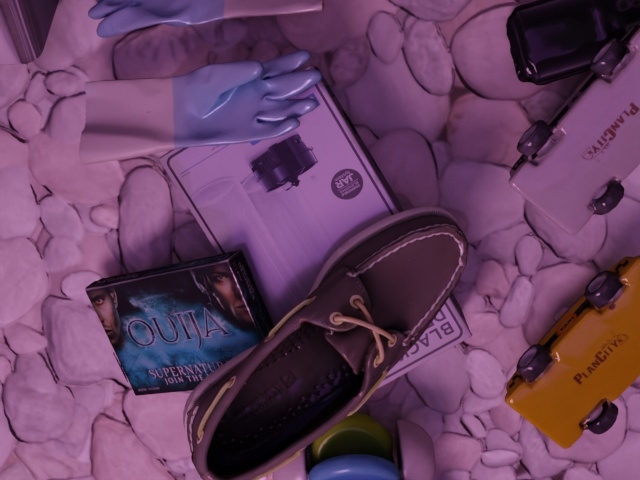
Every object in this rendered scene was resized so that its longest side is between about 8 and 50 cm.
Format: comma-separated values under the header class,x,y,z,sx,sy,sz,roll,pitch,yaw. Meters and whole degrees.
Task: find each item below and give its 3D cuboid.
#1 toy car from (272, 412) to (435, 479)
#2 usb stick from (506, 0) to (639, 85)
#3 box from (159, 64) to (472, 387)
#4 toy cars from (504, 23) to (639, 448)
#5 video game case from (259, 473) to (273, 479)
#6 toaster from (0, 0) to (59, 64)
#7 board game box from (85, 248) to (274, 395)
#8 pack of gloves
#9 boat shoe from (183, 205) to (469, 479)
class,x,y,z,sx,sy,sz,roll,pitch,yaw
toy car,0.034,0.262,0.804,0.159,0.136,0.182,-3,100,2
usb stick,0.311,-0.215,0.773,0.278,0.045,0.077,-16,93,4
box,0.000,0.000,0.796,0.169,0.087,0.290,-29,98,6
toy cars,0.258,-0.002,0.787,0.177,0.087,0.393,-1,102,1
video game case,-0.005,0.276,0.883,0.122,0.011,0.087,-6,101,2
toaster,-0.315,-0.243,0.718,0.168,0.110,0.185,3,58,1
board game box,-0.129,0.083,0.795,0.186,0.026,0.126,-12,108,32
pack of gloves,-0.112,-0.178,0.736,0.232,0.046,0.195,-6,76,14
boat shoe,0.013,0.090,0.705,0.305,0.091,0.109,-41,105,-1
